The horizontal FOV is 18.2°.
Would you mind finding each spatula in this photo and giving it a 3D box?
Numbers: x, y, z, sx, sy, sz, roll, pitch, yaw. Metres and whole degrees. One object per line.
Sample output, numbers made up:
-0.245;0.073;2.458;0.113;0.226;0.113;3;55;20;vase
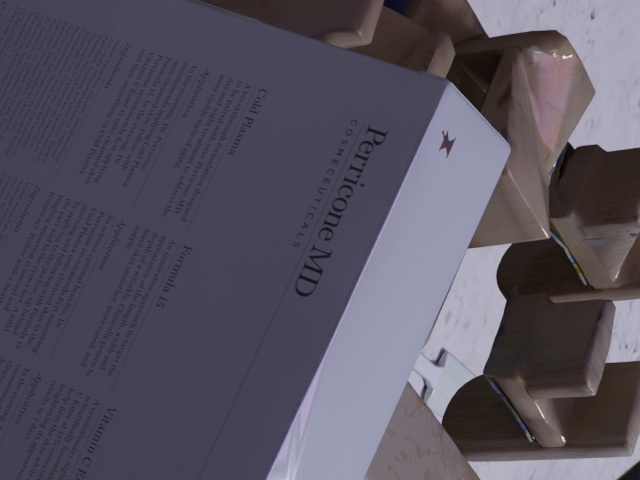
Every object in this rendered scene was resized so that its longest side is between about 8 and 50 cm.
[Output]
0.054;0.152;1.546;0.168;0.019;0.242;-64;150;-8;spatula

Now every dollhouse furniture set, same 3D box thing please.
0.004;0.014;1.176;0.362;0.256;0.394;54;45;-35;dollhouse furniture set

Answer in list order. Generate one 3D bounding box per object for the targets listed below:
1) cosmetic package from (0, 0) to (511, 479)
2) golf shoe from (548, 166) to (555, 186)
-0.117;0.068;0.948;0.097;0.284;0.377;36;77;-57;cosmetic package
0.151;-0.054;1.534;0.176;0.069;0.086;-12;112;-57;golf shoe
